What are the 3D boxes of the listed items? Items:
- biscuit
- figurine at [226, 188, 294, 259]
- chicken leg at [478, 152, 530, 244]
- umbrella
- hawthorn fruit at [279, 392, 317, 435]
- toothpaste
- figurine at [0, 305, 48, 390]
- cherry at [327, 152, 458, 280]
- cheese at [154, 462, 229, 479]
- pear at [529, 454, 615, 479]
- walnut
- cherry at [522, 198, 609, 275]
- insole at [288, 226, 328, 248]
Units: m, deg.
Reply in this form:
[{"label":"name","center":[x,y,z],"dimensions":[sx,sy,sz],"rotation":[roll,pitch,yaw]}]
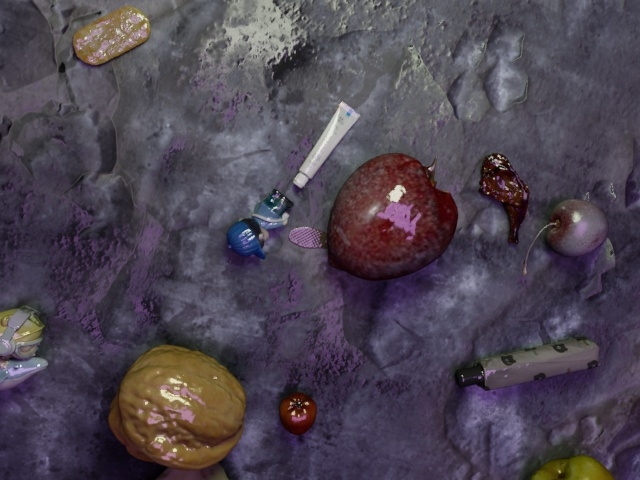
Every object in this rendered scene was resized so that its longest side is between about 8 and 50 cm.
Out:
[{"label":"biscuit","center":[-0.383,-0.376,1.024],"dimensions":[0.147,0.018,0.071],"rotation":[-29,102,-4]},{"label":"figurine","center":[-0.117,-0.030,1.105],"dimensions":[0.086,0.087,0.149],"rotation":[40,92,24]},{"label":"chicken leg","center":[0.401,-0.092,1.192],"dimensions":[0.093,0.053,0.205],"rotation":[-30,97,21]},{"label":"umbrella","center":[0.468,0.282,1.260],"dimensions":[0.338,0.067,0.073],"rotation":[-10,88,-7]},{"label":"hawthorn fruit","center":[-0.049,0.376,1.193],"dimensions":[0.081,0.081,0.093],"rotation":[-3,130,-9]},{"label":"toothpaste","center":[0.007,-0.187,1.119],"dimensions":[0.048,0.031,0.190],"rotation":[35,90,-11]},{"label":"figurine","center":[-0.611,0.195,1.039],"dimensions":[0.209,0.128,0.183],"rotation":[27,93,-8]},{"label":"cherry","center":[0.133,-0.038,1.082],"dimensions":[0.300,0.203,0.230],"rotation":[-42,106,14]},{"label":"cheese","center":[-0.285,0.638,1.085],"dimensions":[0.351,0.129,0.328],"rotation":[-42,60,-3]},{"label":"pear","center":[0.585,0.593,1.275],"dimensions":[0.200,0.200,0.199],"rotation":[-2,100,-9]},{"label":"walnut","center":[-0.265,0.320,1.076],"dimensions":[0.257,0.257,0.224],"rotation":[28,127,-13]},{"label":"cherry","center":[0.545,0.002,1.210],"dimensions":[0.148,0.115,0.187],"rotation":[-4,113,-48]},{"label":"insole","center":[0.000,0.000,1.165],"dimensions":[0.135,0.002,0.044],"rotation":[13,98,-12]}]
